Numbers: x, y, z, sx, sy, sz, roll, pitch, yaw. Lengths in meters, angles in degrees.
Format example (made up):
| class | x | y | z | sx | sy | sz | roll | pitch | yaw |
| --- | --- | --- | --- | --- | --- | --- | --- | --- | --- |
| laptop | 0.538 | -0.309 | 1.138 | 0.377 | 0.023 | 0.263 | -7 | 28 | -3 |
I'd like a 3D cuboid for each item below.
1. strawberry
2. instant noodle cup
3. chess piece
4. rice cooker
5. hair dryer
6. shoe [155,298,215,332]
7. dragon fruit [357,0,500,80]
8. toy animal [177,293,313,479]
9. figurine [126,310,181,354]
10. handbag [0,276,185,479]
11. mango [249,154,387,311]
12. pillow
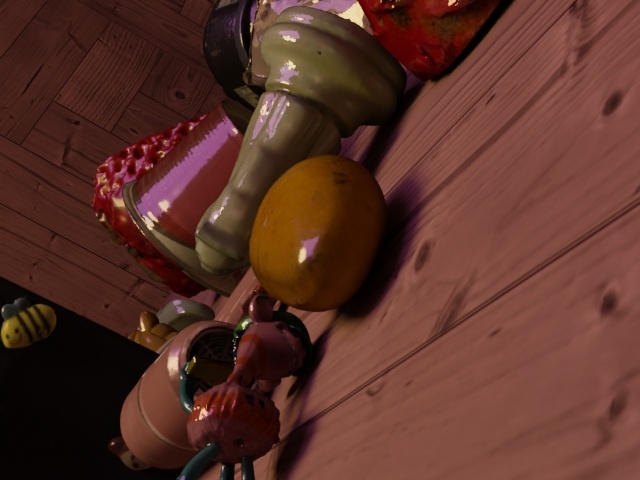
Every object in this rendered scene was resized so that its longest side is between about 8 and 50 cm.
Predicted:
| class | x | y | z | sx | sy | sz | roll | pitch | yaw |
| --- | --- | --- | --- | --- | --- | --- | --- | --- | --- |
| strawberry | -0.228 | -0.089 | 1.652 | 0.345 | 0.317 | 0.295 | -39 | -14 | 22 |
| instant noodle cup | -0.115 | -0.060 | 1.155 | 0.178 | 0.235 | 0.235 | -48 | 13 | 15 |
| chess piece | -0.043 | -0.091 | 0.959 | 0.298 | 0.176 | 0.176 | -60 | 9 | -11 |
| rice cooker | -0.058 | -0.332 | 1.461 | 0.224 | 0.267 | 0.267 | -5 | 53 | 49 |
| hair dryer | -0.082 | 0.075 | 0.963 | 0.189 | 0.107 | 0.344 | -48 | 10 | 50 |
| shoe | -0.253 | 0.161 | 1.548 | 0.251 | 0.103 | 0.100 | -43 | 20 | 44 |
| dragon fruit | 0.099 | -0.251 | 0.862 | 0.261 | 0.163 | 0.189 | -95 | 8 | -72 |
| toy animal | -0.070 | 0.131 | 0.692 | 0.208 | 0.103 | 0.100 | -77 | -25 | -49 |
| figurine | -0.263 | 0.248 | 1.291 | 0.194 | 0.133 | 0.274 | 72 | -142 | -71 |
| handbag | -0.317 | 0.231 | 0.995 | 0.303 | 0.329 | 0.122 | -63 | 14 | -11 |
| mango | 0.000 | 0.000 | 0.737 | 0.137 | 0.098 | 0.195 | -55 | 18 | 16 |
| pillow | 0.000 | -0.291 | 1.241 | 0.059 | 0.255 | 0.169 | -17 | -68 | -52 |
